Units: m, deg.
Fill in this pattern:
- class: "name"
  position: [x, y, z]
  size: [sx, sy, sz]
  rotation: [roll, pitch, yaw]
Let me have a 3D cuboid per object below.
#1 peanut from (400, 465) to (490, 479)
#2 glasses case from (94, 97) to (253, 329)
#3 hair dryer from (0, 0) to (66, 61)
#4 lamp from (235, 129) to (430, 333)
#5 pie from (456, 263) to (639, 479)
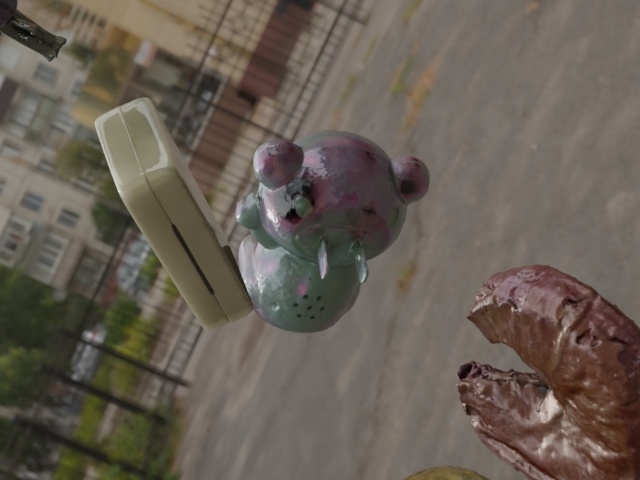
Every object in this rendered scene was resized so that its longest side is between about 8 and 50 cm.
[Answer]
- class: "peanut"
  position: [0.054, 0.210, 0.882]
  size: [0.174, 0.080, 0.080]
  rotation: [-36, 26, 40]
- class: "glasses case"
  position: [-0.165, -0.023, 1.486]
  size: [0.313, 0.070, 0.131]
  rotation: [66, 179, -55]
- class: "hair dryer"
  position: [-0.336, -0.283, 1.202]
  size: [0.361, 0.301, 0.121]
  rotation: [47, -126, -56]
- class: "lamp"
  position: [0.000, 0.000, 1.754]
  size: [0.247, 0.247, 0.301]
  rotation: [-97, 22, -46]
- class: "pie"
  position: [0.196, 0.123, 1.046]
  size: [0.054, 0.204, 0.218]
  rotation: [-31, -52, -35]
